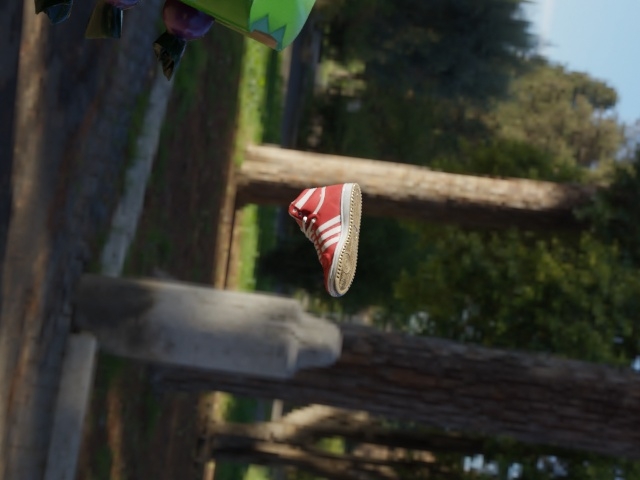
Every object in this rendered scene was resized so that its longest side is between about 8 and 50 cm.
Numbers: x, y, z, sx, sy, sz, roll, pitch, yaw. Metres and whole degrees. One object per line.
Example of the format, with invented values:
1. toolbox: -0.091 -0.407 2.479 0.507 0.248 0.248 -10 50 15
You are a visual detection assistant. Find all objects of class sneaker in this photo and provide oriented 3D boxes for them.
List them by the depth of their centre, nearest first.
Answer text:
1. sneaker: 0.000 0.000 1.217 0.042 0.067 0.118 59 35 -56

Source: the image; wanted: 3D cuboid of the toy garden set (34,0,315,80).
1. toy garden set: -0.134 -0.105 0.313 0.049 0.204 0.244 -64 162 6
